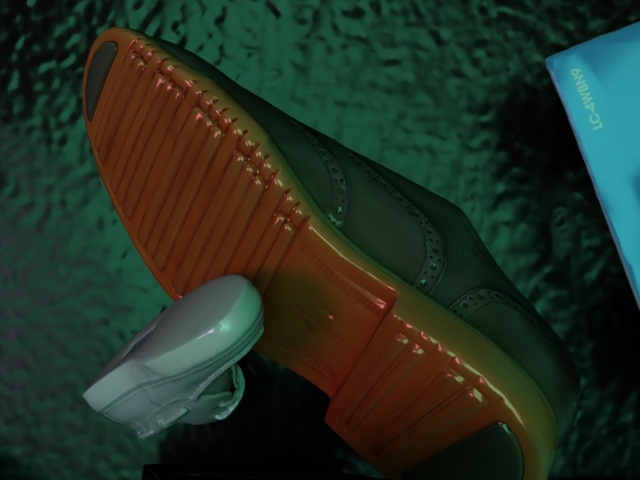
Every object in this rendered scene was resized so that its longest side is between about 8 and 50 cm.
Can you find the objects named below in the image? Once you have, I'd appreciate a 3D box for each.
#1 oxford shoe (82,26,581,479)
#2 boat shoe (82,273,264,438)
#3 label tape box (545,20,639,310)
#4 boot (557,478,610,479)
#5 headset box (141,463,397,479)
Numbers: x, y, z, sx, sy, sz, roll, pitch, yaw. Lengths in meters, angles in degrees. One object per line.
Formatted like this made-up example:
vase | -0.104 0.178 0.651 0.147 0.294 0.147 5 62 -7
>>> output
oxford shoe | 0.000 0.000 0.499 0.364 0.133 0.130 45 129 10
boat shoe | -0.076 0.077 0.465 0.063 0.184 0.066 44 44 -12
label tape box | 0.327 -0.051 0.501 0.347 0.115 0.249 -21 90 0
boot | 0.222 0.207 0.470 0.198 0.137 0.077 19 93 13
headset box | -0.018 0.231 0.369 0.131 0.283 0.246 5 75 -14
